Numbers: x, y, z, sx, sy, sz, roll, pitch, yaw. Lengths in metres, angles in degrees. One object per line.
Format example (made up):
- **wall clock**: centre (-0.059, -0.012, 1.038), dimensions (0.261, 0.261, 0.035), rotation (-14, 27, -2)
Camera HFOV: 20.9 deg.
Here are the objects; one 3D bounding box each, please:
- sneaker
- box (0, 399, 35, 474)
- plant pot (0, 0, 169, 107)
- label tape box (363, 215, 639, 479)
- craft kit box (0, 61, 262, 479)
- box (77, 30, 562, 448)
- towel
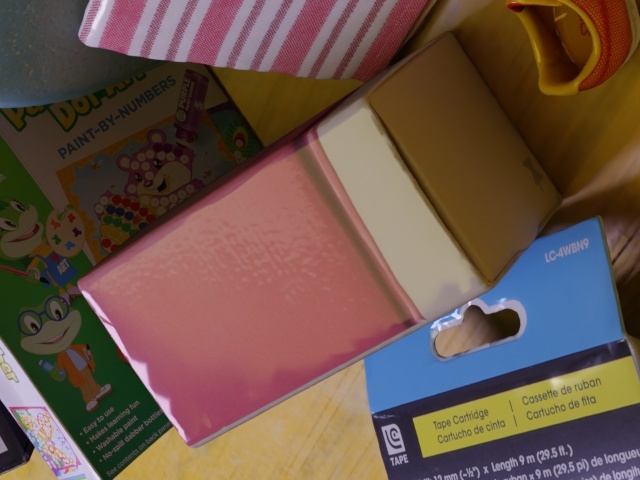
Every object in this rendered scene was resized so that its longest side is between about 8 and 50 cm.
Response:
- **sneaker**: centre (0.117, -0.157, 0.895), dimensions (0.064, 0.067, 0.175), rotation (-4, 115, 49)
- **box**: centre (-0.310, -0.050, 1.231), dimensions (0.097, 0.318, 0.395), rotation (-26, 105, 6)
- **plant pot**: centre (-0.206, -0.222, 1.021), dimensions (0.247, 0.252, 0.248), rotation (34, 139, 22)
- **label tape box**: centre (0.166, 0.177, 1.058), dimensions (0.249, 0.115, 0.348), rotation (-24, 76, 52)
- **craft kit box**: centre (-0.135, -0.006, 1.127), dimensions (0.247, 0.250, 0.061), rotation (53, 143, -4)
- **box**: centre (0.000, 0.000, 1.018), dimensions (0.232, 0.148, 0.127), rotation (-31, 96, 31)
- **towel**: centre (-0.028, -0.147, 0.976), dimensions (0.144, 0.197, 0.029), rotation (124, 145, -51)
